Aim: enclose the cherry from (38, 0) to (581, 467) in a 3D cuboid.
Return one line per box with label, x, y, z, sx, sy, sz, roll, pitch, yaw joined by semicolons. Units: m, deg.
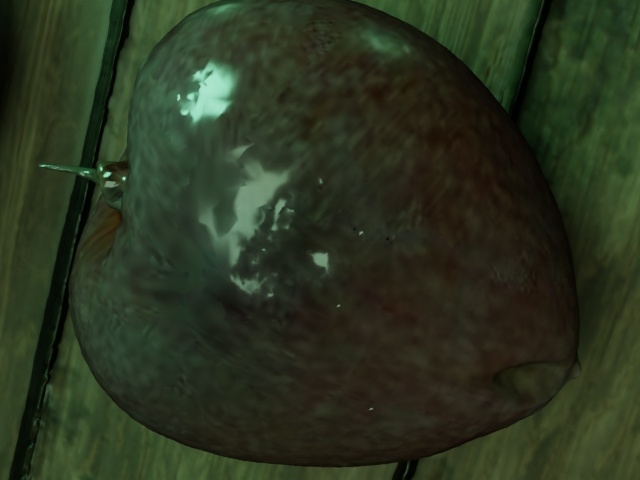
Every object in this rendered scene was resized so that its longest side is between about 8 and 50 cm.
cherry;0.000;0.000;0.910;0.308;0.221;0.261;22;117;0
